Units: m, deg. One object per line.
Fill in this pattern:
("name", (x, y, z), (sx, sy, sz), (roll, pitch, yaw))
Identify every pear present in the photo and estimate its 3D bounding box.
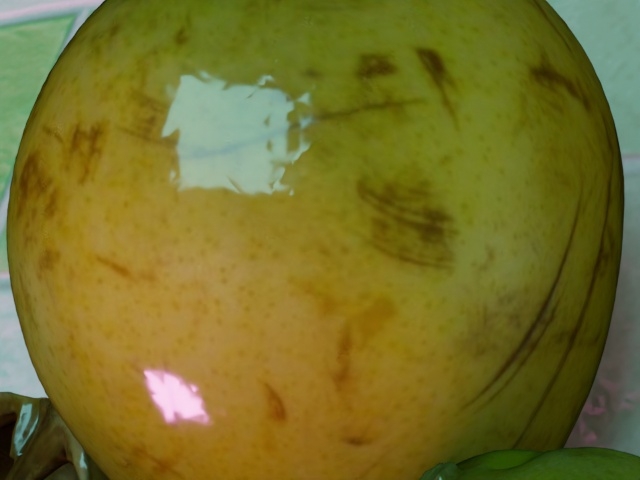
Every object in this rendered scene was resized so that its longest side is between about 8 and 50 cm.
("pear", (0.000, 0.000, 0.634), (0.281, 0.280, 0.280), (-16, 50, 20))

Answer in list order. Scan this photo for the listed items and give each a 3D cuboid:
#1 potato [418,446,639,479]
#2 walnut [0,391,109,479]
("potato", (0.071, 0.191, 0.503), (0.148, 0.186, 0.253), (-91, 24, -77))
("walnut", (-0.143, 0.175, 0.698), (0.167, 0.087, 0.211), (38, 99, 47))
